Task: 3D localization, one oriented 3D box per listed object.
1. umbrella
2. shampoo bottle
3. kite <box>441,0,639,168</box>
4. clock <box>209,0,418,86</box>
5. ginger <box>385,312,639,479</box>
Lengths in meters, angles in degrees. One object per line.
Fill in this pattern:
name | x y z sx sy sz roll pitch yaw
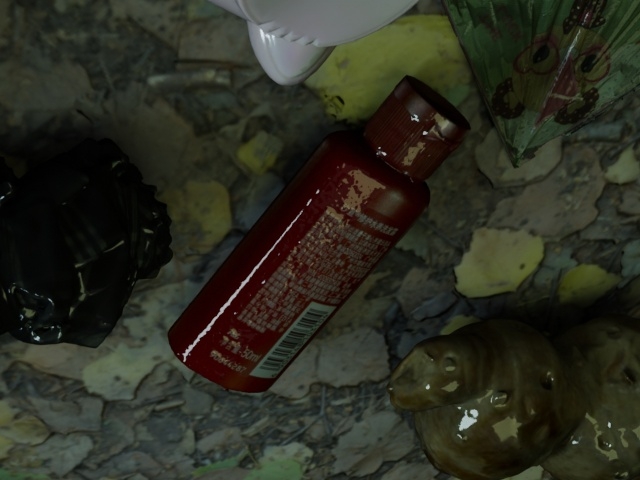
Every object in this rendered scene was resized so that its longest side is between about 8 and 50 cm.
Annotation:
umbrella | -0.241 0.054 0.707 0.154 0.336 0.128 43 141 -4
shampoo bottle | 0.000 0.000 0.893 0.118 0.076 0.314 26 114 -32
kite | 0.216 -0.172 0.883 0.323 0.013 0.267 -1 129 -25
clock | -0.049 -0.286 0.517 0.368 0.250 0.377 -41 125 12
ginger | 0.226 0.174 1.073 0.375 0.176 0.256 12 138 -30
